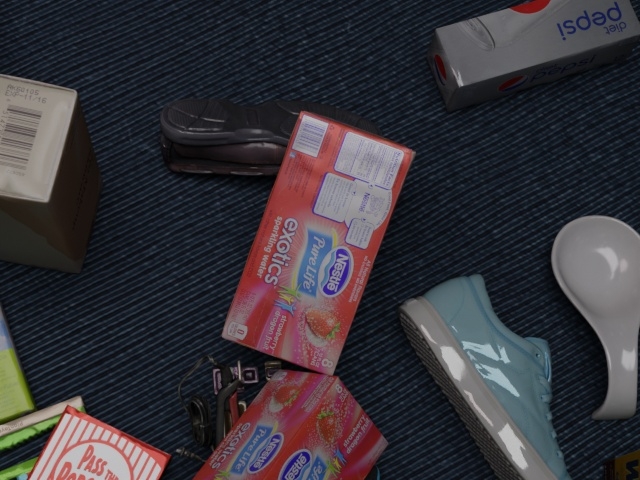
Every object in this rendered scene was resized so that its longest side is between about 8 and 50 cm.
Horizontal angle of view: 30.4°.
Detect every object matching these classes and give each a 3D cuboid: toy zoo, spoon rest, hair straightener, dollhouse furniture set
[{"bbox_3d":[-0.341,0.364,1.468,0.192,0.030,0.293,-21,76,-10],"label":"toy zoo"},{"bbox_3d":[0.384,0.097,1.571,0.137,0.084,0.276,-3,75,-5],"label":"spoon rest"},{"bbox_3d":[-0.136,0.254,1.465,0.089,0.047,0.230,-7,102,-5],"label":"hair straightener"},{"bbox_3d":[-0.090,0.209,1.505,0.091,0.081,0.114,-4,74,-5],"label":"dollhouse furniture set"}]

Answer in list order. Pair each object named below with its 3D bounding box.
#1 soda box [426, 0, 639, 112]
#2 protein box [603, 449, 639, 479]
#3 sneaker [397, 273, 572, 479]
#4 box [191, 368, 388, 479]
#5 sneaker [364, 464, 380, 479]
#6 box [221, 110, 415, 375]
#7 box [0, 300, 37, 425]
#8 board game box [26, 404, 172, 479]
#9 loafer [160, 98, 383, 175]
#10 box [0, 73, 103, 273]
[{"bbox_3d":[0.301,-0.278,1.671,0.286,0.091,0.098,-17,75,-9],"label":"soda box"},{"bbox_3d":[0.475,0.331,1.445,0.200,0.201,0.136,2,73,-3],"label":"protein box"},{"bbox_3d":[0.255,0.199,1.505,0.150,0.135,0.366,-31,79,-9],"label":"sneaker"},{"bbox_3d":[-0.053,0.291,1.411,0.257,0.123,0.128,-51,120,-29],"label":"box"},{"bbox_3d":[0.131,0.415,1.436,0.341,0.125,0.139,40,76,8],"label":"sneaker"},{"bbox_3d":[0.000,0.000,1.492,0.154,0.142,0.300,19,95,2],"label":"box"},{"bbox_3d":[-0.445,0.155,1.516,0.109,0.042,0.178,-20,76,-10],"label":"box"},{"bbox_3d":[-0.290,0.321,1.444,0.147,0.045,0.193,25,73,3],"label":"board game box"},{"bbox_3d":[-0.070,-0.131,1.617,0.303,0.095,0.109,5,43,-7],"label":"loafer"},{"bbox_3d":[-0.355,-0.073,1.450,0.121,0.311,0.148,11,74,-1],"label":"box"}]
